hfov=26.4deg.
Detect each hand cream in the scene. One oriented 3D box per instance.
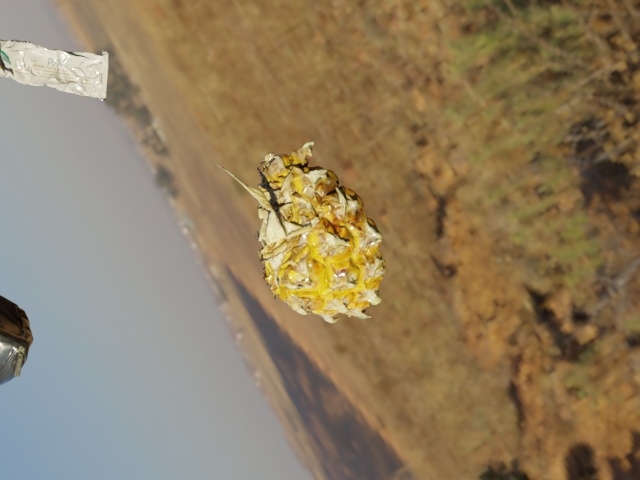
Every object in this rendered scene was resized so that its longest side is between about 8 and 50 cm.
[{"bbox_3d":[-0.467,-0.290,2.233,0.050,0.257,0.084,-1,83,56],"label":"hand cream"}]

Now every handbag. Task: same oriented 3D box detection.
[{"bbox_3d":[-0.675,0.169,2.442,0.301,0.178,0.275,27,-169,-21],"label":"handbag"}]

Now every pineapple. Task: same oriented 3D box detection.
[{"bbox_3d":[-0.003,0.003,2.071,0.161,0.158,0.335,-3,114,45],"label":"pineapple"}]
